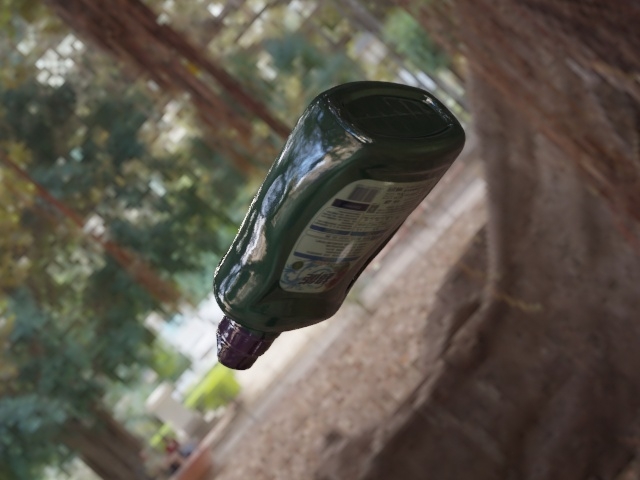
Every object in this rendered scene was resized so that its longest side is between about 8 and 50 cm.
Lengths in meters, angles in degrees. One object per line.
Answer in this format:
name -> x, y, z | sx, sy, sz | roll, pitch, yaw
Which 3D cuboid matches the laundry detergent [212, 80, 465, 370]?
laundry detergent -> 0.000, 0.000, 1.048 | 0.144, 0.078, 0.221 | -11, -40, -48
